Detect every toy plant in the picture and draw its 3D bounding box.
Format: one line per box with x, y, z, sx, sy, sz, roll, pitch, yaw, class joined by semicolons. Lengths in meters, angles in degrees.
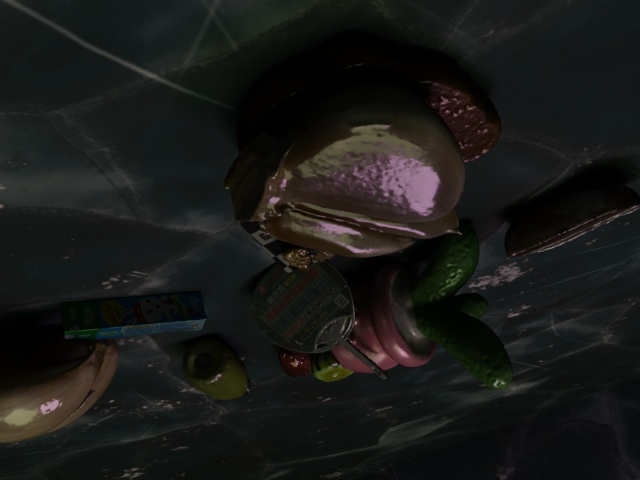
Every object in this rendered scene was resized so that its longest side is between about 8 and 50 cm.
0.193;0.165;1.692;0.356;0.317;0.210;-18;162;29;toy plant

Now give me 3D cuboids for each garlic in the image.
0.051;-0.089;1.117;0.325;0.132;0.279;2;150;-20;garlic
-0.547;0.269;1.625;0.312;0.250;0.286;2;152;-10;garlic

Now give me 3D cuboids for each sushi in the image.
0.000;0.000;1.480;0.215;0.051;0.192;-21;144;14;sushi

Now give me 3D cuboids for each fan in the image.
0.006;0.133;1.630;0.294;0.012;0.223;16;119;11;fan

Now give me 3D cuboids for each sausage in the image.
-0.061;0.285;2.050;0.076;0.076;0.141;-14;154;3;sausage

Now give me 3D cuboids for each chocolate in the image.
0.463;-0.049;1.603;0.254;0.080;0.157;-27;166;30;chocolate

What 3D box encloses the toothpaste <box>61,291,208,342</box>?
-0.352;0.145;1.627;0.266;0.065;0.050;-3;153;-19;toothpaste

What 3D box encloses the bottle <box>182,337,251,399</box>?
-0.227;0.309;1.974;0.112;0.112;0.260;-16;155;6;bottle

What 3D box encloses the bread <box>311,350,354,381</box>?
0.032;0.303;2.132;0.130;0.071;0.139;-26;154;31;bread

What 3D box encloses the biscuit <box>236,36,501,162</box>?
0.071;-0.151;1.212;0.380;0.074;0.359;-5;154;-20;biscuit
